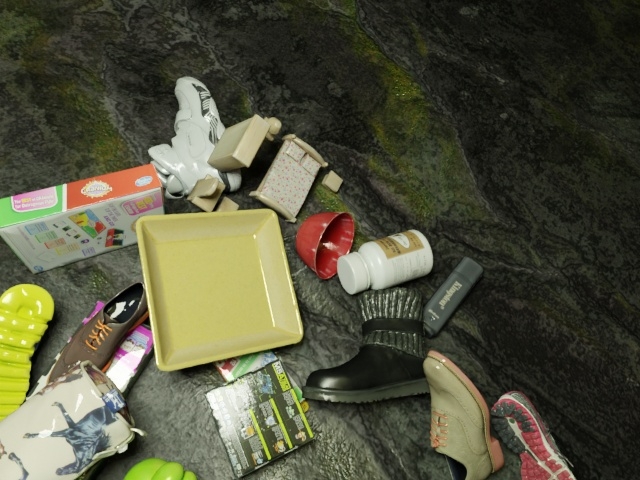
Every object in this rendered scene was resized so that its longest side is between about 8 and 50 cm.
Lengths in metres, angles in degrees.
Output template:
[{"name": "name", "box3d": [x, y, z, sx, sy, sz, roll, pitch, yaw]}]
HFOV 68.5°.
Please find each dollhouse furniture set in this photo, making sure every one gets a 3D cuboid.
[{"name": "dollhouse furniture set", "box3d": [-0.095, -0.135, 1.189, 0.355, 0.174, 0.303, 35, 73, -29]}]

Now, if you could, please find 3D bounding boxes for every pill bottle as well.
[{"name": "pill bottle", "box3d": [0.167, 0.060, 1.236, 0.229, 0.131, 0.131, -16, 70, -21]}]

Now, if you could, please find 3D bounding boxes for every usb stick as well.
[{"name": "usb stick", "box3d": [0.356, 0.150, 1.291, 0.077, 0.045, 0.278, 43, 63, 7]}]

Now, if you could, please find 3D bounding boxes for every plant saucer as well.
[{"name": "plant saucer", "box3d": [-0.232, 0.102, 1.073, 0.333, 0.081, 0.333, -6, 75, -30]}]

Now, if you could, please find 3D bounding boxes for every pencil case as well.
[{"name": "pencil case", "box3d": [-0.510, 0.398, 0.780, 0.183, 0.160, 0.410, 38, 61, 21]}]

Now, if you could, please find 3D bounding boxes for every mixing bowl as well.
[{"name": "mixing bowl", "box3d": [0.000, 0.000, 1.218, 0.098, 0.181, 0.181, 20, 57, 29]}]

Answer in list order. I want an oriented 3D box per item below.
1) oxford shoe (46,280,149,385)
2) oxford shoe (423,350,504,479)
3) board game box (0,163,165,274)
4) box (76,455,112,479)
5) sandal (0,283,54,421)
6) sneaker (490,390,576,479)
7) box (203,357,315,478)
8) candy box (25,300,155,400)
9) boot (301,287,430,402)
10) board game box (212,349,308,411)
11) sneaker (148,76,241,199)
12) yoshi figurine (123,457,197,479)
[{"name": "oxford shoe", "box3d": [-0.449, 0.190, 0.952, 0.097, 0.098, 0.271, 31, 60, 2]}, {"name": "oxford shoe", "box3d": [0.299, 0.411, 1.051, 0.130, 0.123, 0.348, -31, 103, -19]}, {"name": "board game box", "box3d": [-0.512, -0.044, 1.049, 0.316, 0.242, 0.064, -19, 71, -23]}, {"name": "box", "box3d": [-0.520, 0.441, 0.901, 0.158, 0.093, 0.156, 32, 62, 1]}, {"name": "sandal", "box3d": [-0.642, 0.248, 0.945, 0.126, 0.138, 0.317, 31, 61, -28]}, {"name": "sneaker", "box3d": [0.534, 0.507, 1.134, 0.112, 0.121, 0.299, -13, 74, -52]}, {"name": "box", "box3d": [-0.134, 0.381, 1.022, 0.184, 0.045, 0.191, -21, 73, -20]}, {"name": "candy box", "box3d": [-0.473, 0.271, 1.005, 0.159, 0.071, 0.233, 28, 61, 0]}, {"name": "boot", "box3d": [0.108, 0.248, 1.129, 0.348, 0.131, 0.260, 2, 71, -25]}, {"name": "board game box", "box3d": [-0.147, 0.319, 1.090, 0.124, 0.039, 0.259, -34, 80, -25]}, {"name": "sneaker", "box3d": [-0.368, -0.274, 1.252, 0.210, 0.137, 0.366, -19, 75, -25]}, {"name": "yoshi figurine", "box3d": [-0.373, 0.555, 0.860, 0.203, 0.203, 0.362, 32, 72, 33]}]
